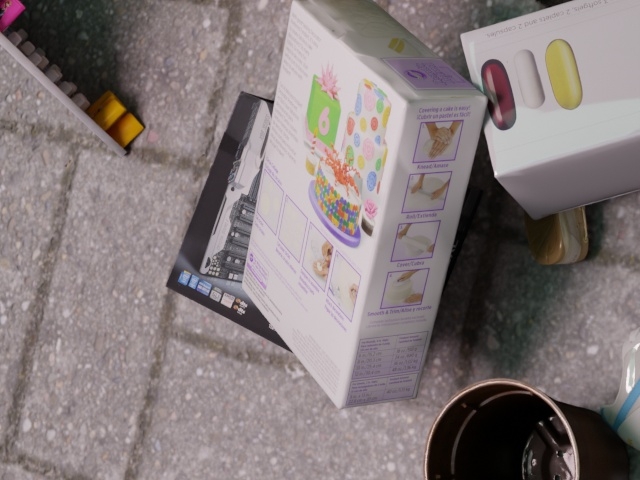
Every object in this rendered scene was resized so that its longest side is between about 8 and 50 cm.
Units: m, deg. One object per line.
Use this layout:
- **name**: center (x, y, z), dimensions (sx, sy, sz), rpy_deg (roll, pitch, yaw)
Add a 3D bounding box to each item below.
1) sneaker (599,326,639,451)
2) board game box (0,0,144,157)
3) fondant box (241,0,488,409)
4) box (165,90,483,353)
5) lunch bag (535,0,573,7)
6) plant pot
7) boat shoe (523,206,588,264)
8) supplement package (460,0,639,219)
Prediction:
- **sneaker**: center (0.346, 0.097, 1.735), dimensions (0.092, 0.087, 0.229), rpy_deg (29, 98, 35)
- **board game box**: center (-0.401, -0.302, 2.114), dimensions (0.050, 0.390, 0.390), rpy_deg (-43, 62, -1)
- **fondant box**: center (0.033, -0.039, 1.749), dimensions (0.238, 0.096, 0.330), rpy_deg (48, 136, 49)
- **box**: center (0.000, 0.000, 1.982), dimensions (0.307, 0.076, 0.242), rpy_deg (26, 98, 33)
- **lunch bag**: center (0.340, -0.349, 1.748), dimensions (0.287, 0.169, 0.235), rpy_deg (-1, 83, 29)
- **plant pot**: center (0.212, 0.223, 1.759), dimensions (0.167, 0.165, 0.167), rpy_deg (-6, 80, 33)
- **boat shoe**: center (0.239, -0.055, 1.842), dimensions (0.063, 0.059, 0.170), rpy_deg (-19, 70, 48)
- **supplement package**: center (0.290, -0.137, 1.692), dimensions (0.262, 0.204, 0.145), rpy_deg (-16, 75, 13)
